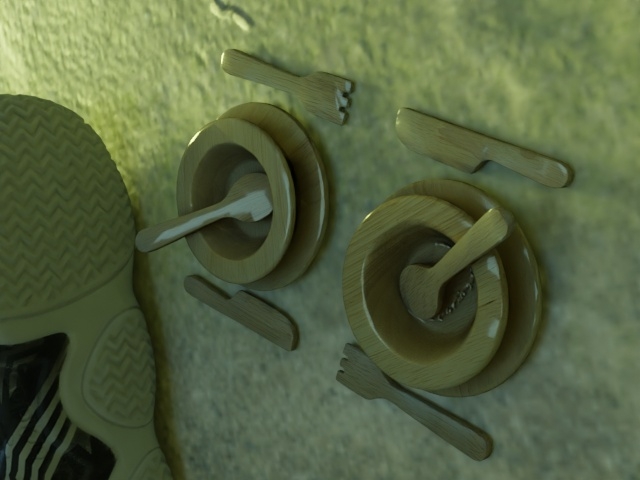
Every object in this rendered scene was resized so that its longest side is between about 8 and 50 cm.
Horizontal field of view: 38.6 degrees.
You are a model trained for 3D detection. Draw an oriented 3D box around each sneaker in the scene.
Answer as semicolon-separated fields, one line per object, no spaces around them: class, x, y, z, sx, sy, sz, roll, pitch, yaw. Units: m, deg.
sneaker;-0.194;0.116;0.511;0.210;0.137;0.365;-10;84;43

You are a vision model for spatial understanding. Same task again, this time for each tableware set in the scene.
tableware set;0.000;0.000;0.380;0.194;0.039;0.128;26;112;37
